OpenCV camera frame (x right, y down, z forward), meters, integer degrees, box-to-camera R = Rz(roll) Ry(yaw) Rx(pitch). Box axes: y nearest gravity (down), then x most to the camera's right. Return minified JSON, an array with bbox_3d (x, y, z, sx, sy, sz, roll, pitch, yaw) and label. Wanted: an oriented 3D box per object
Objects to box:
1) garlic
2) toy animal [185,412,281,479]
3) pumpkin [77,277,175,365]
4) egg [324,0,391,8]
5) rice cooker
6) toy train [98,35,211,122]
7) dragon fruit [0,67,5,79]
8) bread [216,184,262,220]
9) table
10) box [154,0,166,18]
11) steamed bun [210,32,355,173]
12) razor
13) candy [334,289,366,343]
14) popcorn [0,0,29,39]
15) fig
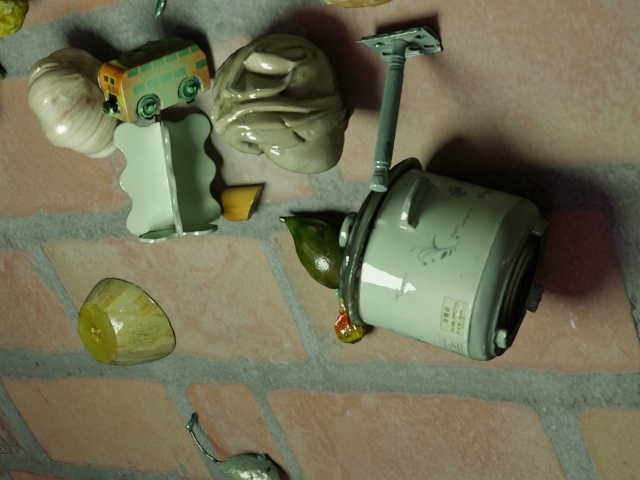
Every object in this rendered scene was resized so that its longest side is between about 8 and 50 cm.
[{"bbox_3d":[-0.365,-0.254,1.760,0.226,0.199,0.199,-29,106,19],"label":"garlic"},{"bbox_3d":[-0.194,0.475,2.272,0.253,0.079,0.070,26,141,19],"label":"toy animal"},{"bbox_3d":[-0.426,0.191,2.199,0.217,0.110,0.217,24,135,27],"label":"pumpkin"},{"bbox_3d":[0.064,-0.397,1.303,0.195,0.195,0.233,45,122,-3],"label":"egg"},{"bbox_3d":[0.167,0.028,1.516,0.316,0.264,0.316,22,150,14],"label":"rice cooker"},{"bbox_3d":[-0.264,-0.255,1.659,0.072,0.188,0.099,30,136,40],"label":"toy train"},{"bbox_3d":[-0.683,-0.305,1.915,0.269,0.198,0.200,63,159,4],"label":"dragon fruit"},{"bbox_3d":[-0.134,-0.061,1.818,0.103,0.049,0.062,-2,122,39],"label":"bread"},{"bbox_3d":[-0.258,-0.112,1.775,0.166,0.166,0.198,3,107,34],"label":"table"},{"bbox_3d":[-0.099,-0.466,1.362,0.106,0.264,0.337,20,141,-18],"label":"box"},{"bbox_3d":[-0.048,-0.218,1.525,0.211,0.218,0.144,14,136,-9],"label":"steamed bun"},{"bbox_3d":[0.096,-0.179,1.448,0.106,0.232,0.068,-2,162,38],"label":"razor"},{"bbox_3d":[0.030,0.093,1.829,0.060,0.060,0.201,-6,113,39],"label":"candy"},{"bbox_3d":[-0.598,-0.451,1.719,0.276,0.225,0.276,20,124,32],"label":"popcorn"},{"bbox_3d":[0.000,0.000,1.744,0.177,0.117,0.117,47,142,27],"label":"fig"}]
